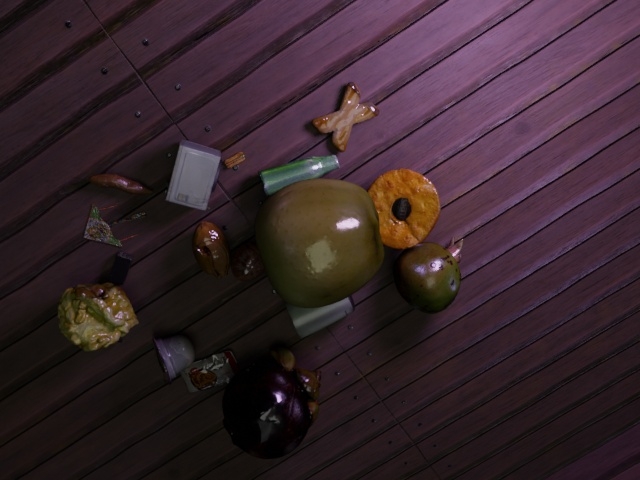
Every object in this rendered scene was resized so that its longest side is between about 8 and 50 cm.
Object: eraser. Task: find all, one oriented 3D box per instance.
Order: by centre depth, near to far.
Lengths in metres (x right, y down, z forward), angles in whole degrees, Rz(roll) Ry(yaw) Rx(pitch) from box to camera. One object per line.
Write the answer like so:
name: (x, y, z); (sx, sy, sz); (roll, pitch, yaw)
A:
eraser: (0.340, -0.100, 1.961); (0.092, 0.046, 0.212); (5, 110, -10)

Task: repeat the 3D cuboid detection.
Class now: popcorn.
popcorn: (-0.805, 0.273, 1.817); (0.293, 0.293, 0.237); (15, 89, -14)

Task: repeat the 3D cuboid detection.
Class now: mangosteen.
mangosteen: (-0.195, 0.648, 1.998); (0.381, 0.381, 0.421); (42, 88, -21)

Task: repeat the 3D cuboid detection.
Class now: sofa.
sofa: (-0.748, 0.105, 1.870); (0.060, 0.039, 0.118); (20, 107, -14)

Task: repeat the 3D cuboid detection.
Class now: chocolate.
chocolate: (-0.075, -0.245, 1.815); (0.291, 0.110, 0.110); (-18, 112, -5)
chocolate: (-0.570, 0.457, 1.973); (0.147, 0.221, 0.221); (-13, 114, -25)

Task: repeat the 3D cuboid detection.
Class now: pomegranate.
pomegranate: (0.452, 0.139, 1.958); (0.323, 0.291, 0.291); (-13, 112, -13)

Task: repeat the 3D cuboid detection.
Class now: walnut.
walnut: (-0.403, 0.039, 1.856); (0.137, 0.137, 0.245); (-14, 123, -4)

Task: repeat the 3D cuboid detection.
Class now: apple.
apple: (0.000, 0.000, 1.724); (0.473, 0.473, 0.473); (-3, 111, -8)

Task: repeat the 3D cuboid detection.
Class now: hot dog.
hot dog: (-0.308, -0.291, 1.800); (0.083, 0.021, 0.037); (-26, 102, 2)

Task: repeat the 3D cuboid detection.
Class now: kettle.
kettle: (0.009, 0.277, 2.008); (0.255, 0.165, 0.240); (-26, 142, -3)

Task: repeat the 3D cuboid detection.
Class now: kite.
kite: (-0.756, -0.064, 1.822); (0.244, 0.006, 0.198); (-23, 112, 0)

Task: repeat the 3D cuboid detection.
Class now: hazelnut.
hazelnut: (-0.266, 0.085, 1.884); (0.154, 0.143, 0.143); (-45, 111, -6)

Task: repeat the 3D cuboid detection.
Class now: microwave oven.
microwave oven: (-0.442, -0.229, 1.744); (0.163, 0.129, 0.205); (16, 108, -17)

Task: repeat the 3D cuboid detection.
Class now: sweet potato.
sweet potato: (-0.701, -0.199, 1.751); (0.218, 0.051, 0.065); (12, 150, -13)

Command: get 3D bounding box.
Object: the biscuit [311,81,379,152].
biscuit: (0.091, -0.441, 1.791); (0.164, 0.047, 0.208); (42, 99, -19)

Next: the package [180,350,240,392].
package: (-0.462, 0.550, 2.089); (0.239, 0.030, 0.154); (-18, 115, -4)

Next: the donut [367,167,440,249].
donut: (0.308, -0.121, 1.864); (0.303, 0.110, 0.303); (6, 106, 22)
